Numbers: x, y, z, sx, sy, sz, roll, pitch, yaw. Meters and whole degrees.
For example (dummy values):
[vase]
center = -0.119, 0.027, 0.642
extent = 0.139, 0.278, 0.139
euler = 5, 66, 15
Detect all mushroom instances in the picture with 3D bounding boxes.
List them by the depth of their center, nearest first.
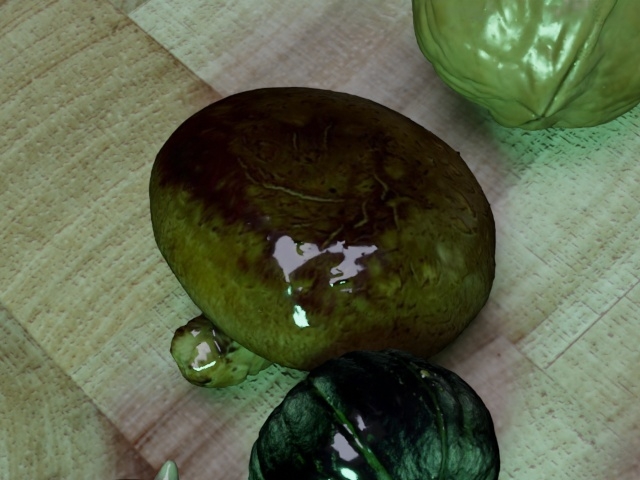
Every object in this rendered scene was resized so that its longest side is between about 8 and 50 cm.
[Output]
[mushroom]
center = 0.005, -0.017, 1.277
extent = 0.345, 0.239, 0.345
euler = 6, 68, -15

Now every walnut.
[walnut]
center = 0.235, -0.256, 1.356
extent = 0.252, 0.277, 0.313
euler = -10, 57, 40

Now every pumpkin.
[pumpkin]
center = 0.047, 0.196, 1.130
extent = 0.221, 0.220, 0.162
euler = -31, 46, -10

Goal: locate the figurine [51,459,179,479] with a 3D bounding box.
[figurine]
center = -0.200, 0.288, 1.118
extent = 0.247, 0.173, 0.177
euler = -6, 39, 2
